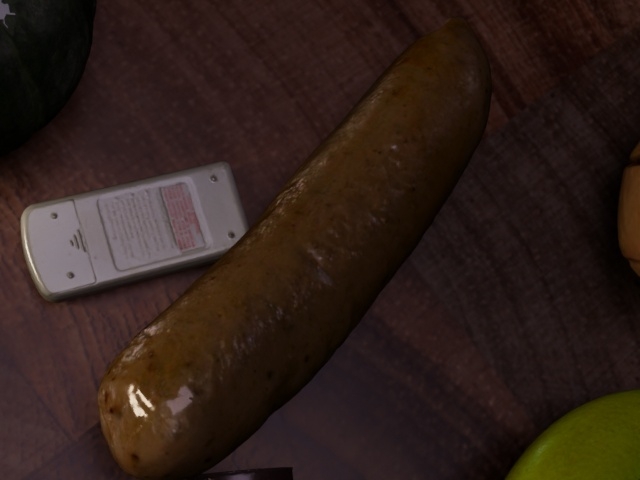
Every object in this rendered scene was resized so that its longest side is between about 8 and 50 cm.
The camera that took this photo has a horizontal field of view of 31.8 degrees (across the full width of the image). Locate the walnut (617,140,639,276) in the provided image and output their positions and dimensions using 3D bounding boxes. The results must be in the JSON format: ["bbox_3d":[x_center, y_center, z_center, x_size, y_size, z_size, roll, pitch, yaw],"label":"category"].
[{"bbox_3d":[0.385,-0.049,1.026,0.203,0.203,0.298,41,62,-1],"label":"walnut"}]

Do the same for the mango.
[{"bbox_3d":[0.237,0.237,0.936,0.185,0.149,0.273,28,64,1],"label":"mango"}]

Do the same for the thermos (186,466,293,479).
[{"bbox_3d":[-0.062,0.297,0.872,0.124,0.099,0.232,-9,77,21],"label":"thermos"}]

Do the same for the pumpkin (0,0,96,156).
[{"bbox_3d":[-0.322,-0.190,0.870,0.300,0.207,0.300,6,72,-19],"label":"pumpkin"}]

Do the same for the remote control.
[{"bbox_3d":[-0.157,-0.008,0.959,0.190,0.029,0.087,-15,80,-19],"label":"remote control"}]

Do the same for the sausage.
[{"bbox_3d":[0.001,0.002,0.942,0.501,0.123,0.136,-49,134,-26],"label":"sausage"}]
